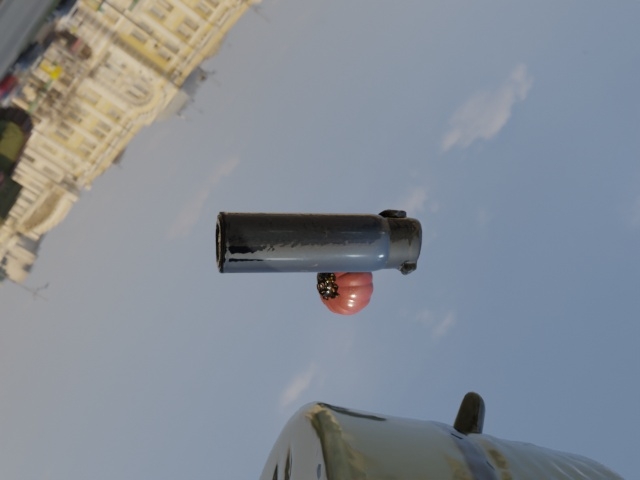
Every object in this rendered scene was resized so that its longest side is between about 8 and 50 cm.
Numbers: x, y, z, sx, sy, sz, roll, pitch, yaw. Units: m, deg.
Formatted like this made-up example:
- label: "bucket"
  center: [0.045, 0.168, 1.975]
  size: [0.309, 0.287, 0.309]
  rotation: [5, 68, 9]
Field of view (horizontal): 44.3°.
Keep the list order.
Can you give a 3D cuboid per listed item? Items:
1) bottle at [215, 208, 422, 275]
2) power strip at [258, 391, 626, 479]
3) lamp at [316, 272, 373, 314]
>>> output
- label: "bottle"
  center: [0.000, 0.000, 0.930]
  size: [0.072, 0.244, 0.082]
  rotation: [129, -39, -68]
- label: "power strip"
  center: [0.033, 0.245, 0.378]
  size: [0.357, 0.161, 0.357]
  rotation: [-166, -90, -82]
- label: "lamp"
  center: [0.039, 0.068, 1.277]
  size: [0.107, 0.092, 0.107]
  rotation: [14, -73, 53]
